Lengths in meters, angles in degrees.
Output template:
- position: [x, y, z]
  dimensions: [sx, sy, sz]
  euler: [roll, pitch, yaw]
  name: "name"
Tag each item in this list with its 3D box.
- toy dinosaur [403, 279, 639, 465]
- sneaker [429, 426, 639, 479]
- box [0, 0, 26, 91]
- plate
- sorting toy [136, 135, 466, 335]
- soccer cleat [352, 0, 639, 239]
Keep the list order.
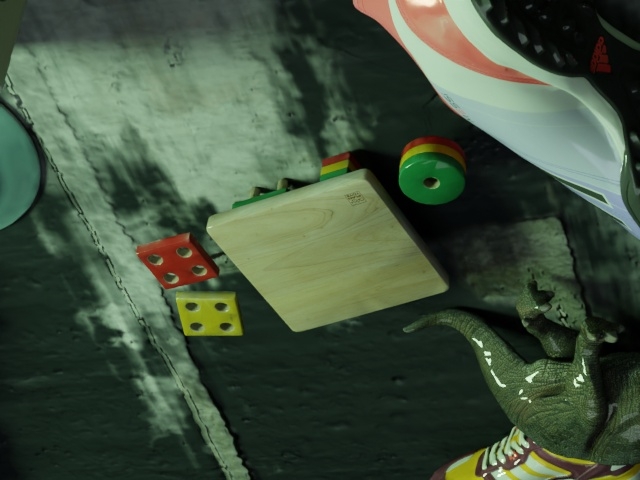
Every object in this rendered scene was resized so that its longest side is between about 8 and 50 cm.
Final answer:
- position: [0.218, 0.117, 1.409]
  dimensions: [0.313, 0.121, 0.160]
  euler: [1, 122, 2]
  name: "toy dinosaur"
- position: [0.171, 0.172, 1.531]
  dimensions: [0.185, 0.070, 0.084]
  euler: [-14, 127, 14]
  name: "sneaker"
- position: [-0.309, -0.153, 1.149]
  dimensions: [0.232, 0.149, 0.127]
  euler: [23, 136, -19]
  name: "box"
- position: [-0.298, -0.055, 1.357]
  dimensions: [0.188, 0.024, 0.188]
  euler: [3, 139, 3]
  name: "plate"
- position: [0.000, 0.000, 1.361]
  dimensions: [0.274, 0.046, 0.132]
  euler: [-17, 134, 25]
  name: "sorting toy"
- position: [0.153, -0.092, 1.207]
  dimensions: [0.116, 0.109, 0.318]
  euler: [-5, 144, 45]
  name: "soccer cleat"
